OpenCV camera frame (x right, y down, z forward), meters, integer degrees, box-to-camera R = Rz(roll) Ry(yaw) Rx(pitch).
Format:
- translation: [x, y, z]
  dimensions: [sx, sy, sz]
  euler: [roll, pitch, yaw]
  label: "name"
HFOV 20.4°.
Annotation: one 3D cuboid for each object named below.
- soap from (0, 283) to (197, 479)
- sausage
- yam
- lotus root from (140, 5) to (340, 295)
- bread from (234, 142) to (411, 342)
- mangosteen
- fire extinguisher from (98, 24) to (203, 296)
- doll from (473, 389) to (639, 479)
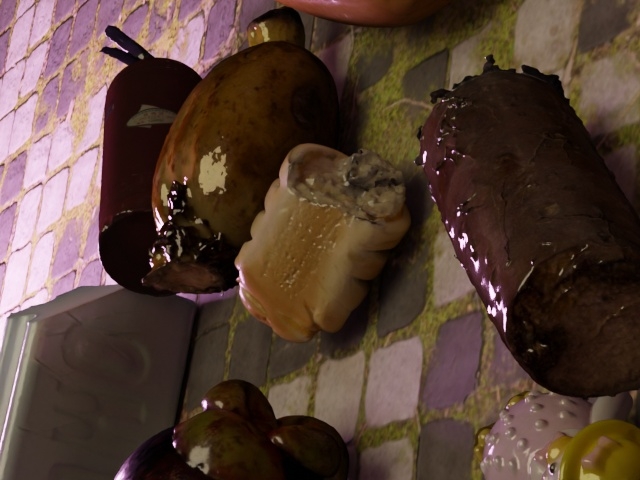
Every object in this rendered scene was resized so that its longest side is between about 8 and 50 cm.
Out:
- translation: [-0.233, 0.178, 1.727]
  dimensions: [0.095, 0.173, 0.289]
  euler: [-15, 59, 56]
  label: "soap"
- translation: [0.036, -0.247, 1.553]
  dimensions: [0.354, 0.134, 0.116]
  euler: [33, 142, 62]
  label: "sausage"
- translation: [0.143, -0.013, 1.176]
  dimensions: [0.131, 0.131, 0.279]
  euler: [-59, 22, 22]
  label: "yam"
- translation: [-0.062, -0.079, 1.610]
  dimensions: [0.169, 0.141, 0.314]
  euler: [-16, 48, 53]
  label: "lotus root"
- translation: [0.000, 0.000, 1.484]
  dimensions: [0.119, 0.084, 0.177]
  euler: [38, 116, 16]
  label: "bread"
- translation: [-0.071, 0.218, 1.387]
  dimensions: [0.210, 0.210, 0.210]
  euler: [-39, 41, 46]
  label: "mangosteen"
- translation: [-0.173, -0.097, 1.812]
  dimensions: [0.114, 0.135, 0.337]
  euler: [-43, 29, 26]
  label: "fire extinguisher"
- translation: [0.154, 0.141, 1.111]
  dimensions: [0.129, 0.081, 0.207]
  euler: [-44, 12, -7]
  label: "doll"
